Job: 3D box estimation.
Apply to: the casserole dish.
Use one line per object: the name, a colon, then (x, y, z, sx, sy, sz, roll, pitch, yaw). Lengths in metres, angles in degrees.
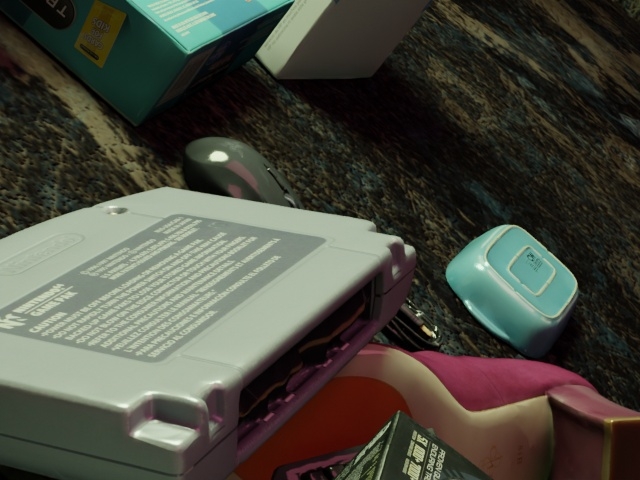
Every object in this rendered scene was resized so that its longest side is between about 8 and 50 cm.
casserole dish: (0.175, 0.037, 1.291, 0.114, 0.037, 0.188, 43, 23, 6)

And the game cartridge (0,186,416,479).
game cartridge: (-0.089, 0.039, 0.755, 0.196, 0.060, 0.294, 14, 21, 20)

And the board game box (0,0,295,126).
board game box: (-0.205, -0.254, 1.188, 0.336, 0.079, 0.254, 41, 24, 2)

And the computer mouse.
computer mouse: (0.000, 0.000, 1.093, 0.242, 0.041, 0.071, 37, 23, -9)

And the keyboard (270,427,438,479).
keyboard: (0.111, 0.236, 0.737, 0.201, 0.033, 0.317, -6, 59, -38)

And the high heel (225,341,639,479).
high heel: (0.040, 0.123, 0.922, 0.377, 0.127, 0.181, 12, -3, -33)

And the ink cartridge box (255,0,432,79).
ink cartridge box: (-0.025, -0.317, 1.416, 0.270, 0.198, 0.197, 48, 25, 16)

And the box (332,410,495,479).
box: (-0.003, 0.181, 0.595, 0.077, 0.180, 0.147, 38, 23, -4)
